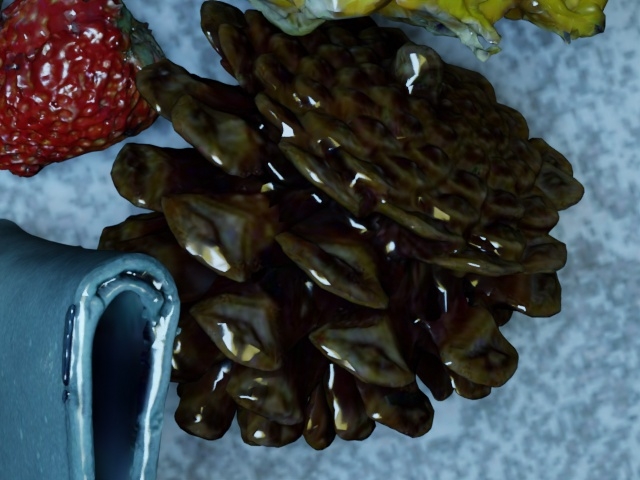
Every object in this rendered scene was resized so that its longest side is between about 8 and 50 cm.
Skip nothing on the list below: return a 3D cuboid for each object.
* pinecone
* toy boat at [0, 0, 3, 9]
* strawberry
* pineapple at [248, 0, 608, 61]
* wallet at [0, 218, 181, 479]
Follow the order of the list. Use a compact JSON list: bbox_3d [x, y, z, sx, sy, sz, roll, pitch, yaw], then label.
[{"bbox_3d":[0.000,0.000,0.770,0.207,0.208,0.208,0,90,-3],"label":"pinecone"},{"bbox_3d":[-0.215,-0.160,0.777,0.162,0.136,0.446,13,89,22],"label":"toy boat"},{"bbox_3d":[-0.114,-0.070,0.815,0.083,0.083,0.096,39,95,-3],"label":"strawberry"},{"bbox_3d":[0.031,-0.207,0.789,0.209,0.286,0.344,-11,79,35],"label":"pineapple"},{"bbox_3d":[-0.125,0.138,0.732,0.054,0.251,0.291,8,89,-24],"label":"wallet"}]
